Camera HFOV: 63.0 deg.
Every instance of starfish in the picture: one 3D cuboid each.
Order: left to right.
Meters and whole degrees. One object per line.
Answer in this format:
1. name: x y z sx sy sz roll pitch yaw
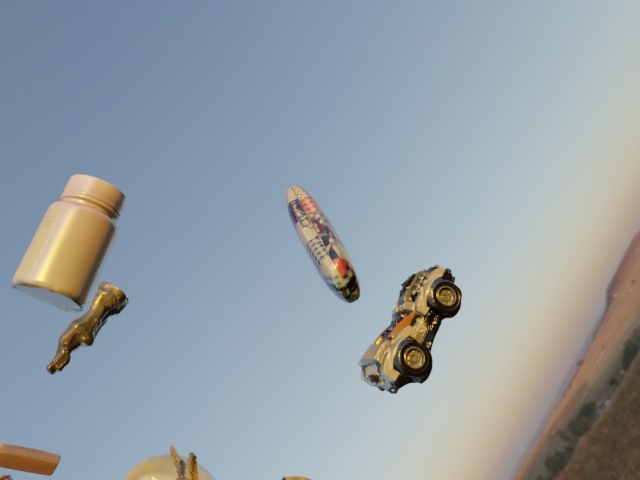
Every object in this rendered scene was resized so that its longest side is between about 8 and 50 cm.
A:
1. starfish: -0.248 0.478 1.041 0.053 0.208 0.175 -33 -50 -46

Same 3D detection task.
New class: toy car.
1. toy car: 0.190 0.183 1.122 0.301 0.118 0.193 -59 1 -22

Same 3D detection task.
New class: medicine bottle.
1. medicine bottle: -0.746 0.006 1.583 0.213 0.214 0.378 61 -141 -58

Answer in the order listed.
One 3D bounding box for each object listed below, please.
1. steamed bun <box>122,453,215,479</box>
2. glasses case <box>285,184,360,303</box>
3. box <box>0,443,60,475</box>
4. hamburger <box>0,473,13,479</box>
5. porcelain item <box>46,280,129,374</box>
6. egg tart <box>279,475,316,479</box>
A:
1. steamed bun: -0.430 0.787 1.496 0.233 0.312 0.333 -56 -11 -87
2. glasses case: 0.000 0.000 1.108 0.076 0.327 0.125 -28 -46 -2
3. box: -0.567 0.422 1.007 0.115 0.025 0.048 24 -69 -25
4. hamburger: -0.979 0.757 1.593 0.076 0.044 0.083 108 -176 -73
5. porcelain item: -0.506 0.190 1.120 0.215 0.069 0.081 -59 -2 -36
6. egg tart: -0.027 0.715 1.351 0.106 0.241 0.241 -51 -24 -54
